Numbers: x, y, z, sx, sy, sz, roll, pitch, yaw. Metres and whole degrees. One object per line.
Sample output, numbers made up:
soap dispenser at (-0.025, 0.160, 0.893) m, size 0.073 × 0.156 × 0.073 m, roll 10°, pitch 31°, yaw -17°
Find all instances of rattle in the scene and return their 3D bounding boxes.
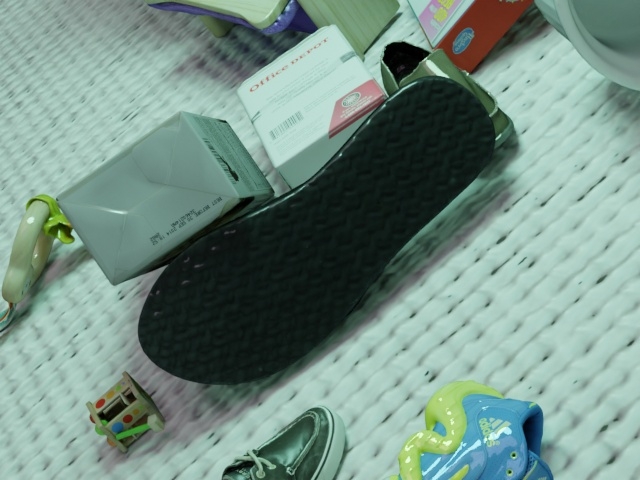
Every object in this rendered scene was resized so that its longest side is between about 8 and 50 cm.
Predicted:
rattle at (-0.355, 0.049, 1.770) m, size 0.130 × 0.142 × 0.200 m, roll 142°, pitch 146°, yaw -64°

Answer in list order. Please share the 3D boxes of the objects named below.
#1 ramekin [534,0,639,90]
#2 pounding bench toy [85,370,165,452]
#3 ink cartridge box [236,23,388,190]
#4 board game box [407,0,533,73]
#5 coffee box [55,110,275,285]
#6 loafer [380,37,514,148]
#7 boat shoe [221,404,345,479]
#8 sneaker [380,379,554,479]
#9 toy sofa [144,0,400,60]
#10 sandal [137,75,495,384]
ramekin at (0.345, -0.304, 1.375) m, size 0.277 × 0.277 × 0.135 m, roll -36°, pitch 27°, yaw 1°
pounding bench toy at (-0.213, 0.198, 1.458) m, size 0.065 × 0.052 × 0.083 m, roll -40°, pitch 35°, yaw -4°
ink cartridge box at (0.001, -0.155, 1.644) m, size 0.158 × 0.092 × 0.218 m, roll -34°, pitch 37°, yaw 5°
board game box at (0.232, -0.391, 1.644) m, size 0.316 × 0.064 × 0.242 m, roll -49°, pitch 31°, yaw 22°
coffee box at (-0.167, -0.052, 1.522) m, size 0.168 × 0.119 × 0.297 m, roll -34°, pitch 0°, yaw 6°
loafer at (0.132, -0.166, 1.547) m, size 0.094 × 0.087 × 0.251 m, roll -40°, pitch 35°, yaw -5°
boat shoe at (-0.056, 0.238, 1.264) m, size 0.077 × 0.070 × 0.219 m, roll 11°, pitch 56°, yaw 46°
sneaker at (0.120, 0.216, 1.124) m, size 0.126 × 0.091 × 0.240 m, roll -4°, pitch 46°, yaw 37°
toy sofa at (-0.079, -0.334, 1.867) m, size 0.177 × 0.150 × 0.362 m, roll -52°, pitch 38°, yaw -13°
sandal at (0.003, 0.001, 1.443) m, size 0.445 × 0.167 × 0.107 m, roll -38°, pitch 1°, yaw -3°
